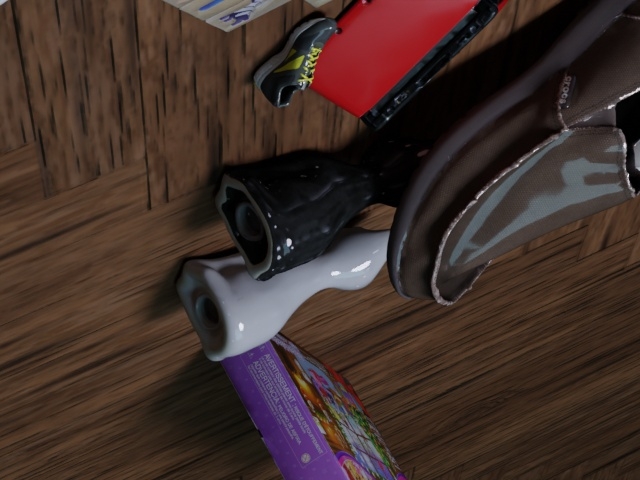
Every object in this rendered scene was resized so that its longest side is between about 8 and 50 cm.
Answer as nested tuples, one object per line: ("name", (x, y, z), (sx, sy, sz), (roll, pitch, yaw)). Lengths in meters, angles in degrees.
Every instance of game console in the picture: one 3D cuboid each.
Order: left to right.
("game console", (0.066, -0.164, 1.458), (0.144, 0.085, 0.124), (-43, -176, 26))

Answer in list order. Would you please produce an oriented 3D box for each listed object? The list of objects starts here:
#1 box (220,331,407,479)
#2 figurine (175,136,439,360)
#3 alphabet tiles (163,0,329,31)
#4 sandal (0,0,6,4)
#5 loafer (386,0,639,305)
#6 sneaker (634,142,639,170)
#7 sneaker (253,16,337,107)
("box", (0.008, 0.200, 1.859), (0.057, 0.201, 0.293), (-34, 156, 7))
("figurine", (0.000, 0.000, 1.618), (0.209, 0.092, 0.215), (-19, 154, -32))
("alphabet tiles", (0.064, -0.224, 1.211), (0.342, 0.011, 0.285), (-26, 172, 11))
("sandal", (-0.133, -0.274, 0.870), (0.102, 0.169, 0.416), (14, 131, -34))
("loafer", (0.203, -0.075, 1.562), (0.366, 0.130, 0.134), (-47, 154, 3))
("sneaker", (0.352, -0.138, 1.759), (0.229, 0.087, 0.092), (-37, 149, -3))
("sneaker", (-0.013, -0.133, 1.402), (0.083, 0.035, 0.031), (-44, 153, 28))
